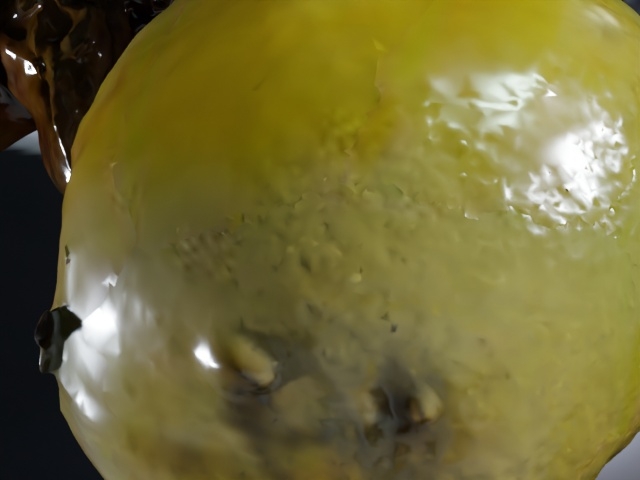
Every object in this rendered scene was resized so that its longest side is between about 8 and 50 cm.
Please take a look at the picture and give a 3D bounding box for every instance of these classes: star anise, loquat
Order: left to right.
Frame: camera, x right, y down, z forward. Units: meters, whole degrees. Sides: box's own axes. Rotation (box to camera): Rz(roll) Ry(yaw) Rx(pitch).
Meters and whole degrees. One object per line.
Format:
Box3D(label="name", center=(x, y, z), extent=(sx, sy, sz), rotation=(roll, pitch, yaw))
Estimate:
Box3D(label="star anise", center=(-0.152, -0.141, 0.906), extent=(0.237, 0.346, 0.148), rotation=(-25, -16, -2))
Box3D(label="loquat", center=(0.027, 0.008, 0.668), extent=(0.244, 0.244, 0.244), rotation=(-6, -32, -4))
